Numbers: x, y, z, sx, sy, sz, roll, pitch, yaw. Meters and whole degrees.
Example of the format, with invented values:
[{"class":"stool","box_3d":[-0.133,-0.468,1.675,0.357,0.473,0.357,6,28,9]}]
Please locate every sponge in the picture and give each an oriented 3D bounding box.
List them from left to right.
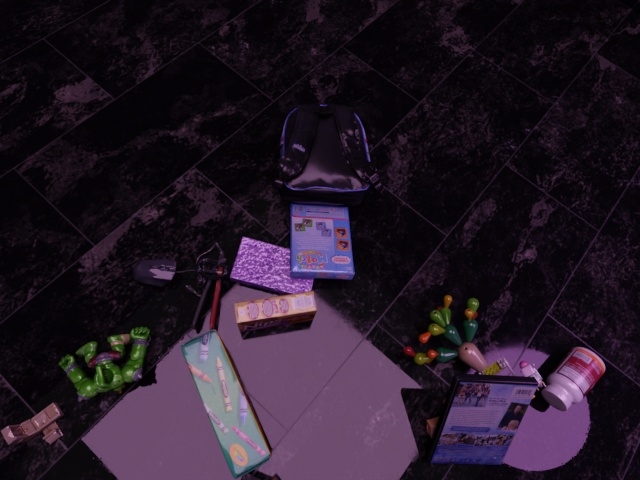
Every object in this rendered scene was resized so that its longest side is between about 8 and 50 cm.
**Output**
[{"class":"sponge","box_3d":[-0.118,0.072,1.121,0.210,0.031,0.117,15,66,0]}]

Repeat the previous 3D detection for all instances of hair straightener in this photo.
[{"class":"hair straightener","box_3d":[-0.290,0.109,1.077,0.089,0.047,0.230,6,66,-4]}]

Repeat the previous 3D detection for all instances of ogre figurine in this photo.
[{"class":"ogre figurine","box_3d":[-0.473,0.277,0.961,0.197,0.097,0.118,-9,56,-22]}]

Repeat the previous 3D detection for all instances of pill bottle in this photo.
[{"class":"pill bottle","box_3d":[0.613,0.339,1.060,0.152,0.086,0.086,-37,76,-18]}]

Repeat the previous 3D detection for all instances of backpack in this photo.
[{"class":"backpack","box_3d":[0.008,-0.227,1.167,0.276,0.213,0.263,4,75,-12]}]

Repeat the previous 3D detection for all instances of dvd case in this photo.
[{"class":"dvd case","box_3d":[0.343,0.392,0.940,0.180,0.253,0.022,5,26,-7]}]

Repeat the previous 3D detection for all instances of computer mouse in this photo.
[{"class":"computer mouse","box_3d":[-0.348,0.072,1.064,0.242,0.041,0.071,-4,60,5]}]

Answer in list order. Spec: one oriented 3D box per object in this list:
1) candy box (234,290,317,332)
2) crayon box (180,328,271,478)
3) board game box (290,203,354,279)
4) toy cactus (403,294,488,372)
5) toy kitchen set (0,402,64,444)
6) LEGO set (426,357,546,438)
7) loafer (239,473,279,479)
[{"class":"candy box","box_3d":[-0.107,0.171,1.038,0.187,0.109,0.053,-9,69,-11]},{"class":"crayon box","box_3d":[-0.197,0.343,0.924,0.081,0.165,0.278,-24,72,-15]},{"class":"board game box","box_3d":[0.000,0.000,1.136,0.160,0.039,0.211,3,54,-8]},{"class":"toy cactus","box_3d":[0.325,0.247,1.063,0.219,0.112,0.180,-41,84,-17]},{"class":"toy kitchen set","box_3d":[-0.589,0.394,0.907,0.083,0.075,0.068,-38,77,-15]},{"class":"LEGO set","box_3d":[0.370,0.359,1.019,0.287,0.132,0.107,-32,51,11]},{"class":"loafer","box_3d":[-0.091,0.522,0.900,0.170,0.062,0.061,25,41,-27]}]
